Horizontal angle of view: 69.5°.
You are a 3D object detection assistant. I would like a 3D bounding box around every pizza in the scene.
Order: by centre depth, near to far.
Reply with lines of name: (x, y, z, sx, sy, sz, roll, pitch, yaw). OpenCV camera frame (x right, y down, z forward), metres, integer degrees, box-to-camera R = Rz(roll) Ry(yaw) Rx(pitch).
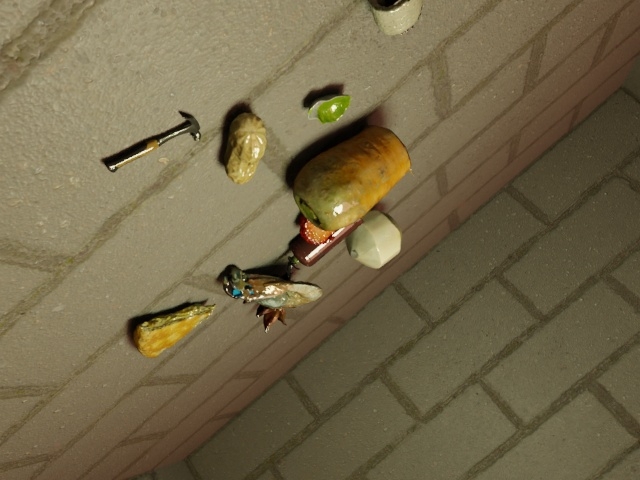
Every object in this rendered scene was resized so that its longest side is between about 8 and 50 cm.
pizza: (-0.483, 0.281, 1.540, 0.288, 0.075, 0.280, -27, 159, -34)

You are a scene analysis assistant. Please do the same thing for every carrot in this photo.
carrot: (0.089, -0.183, 1.350, 0.341, 0.224, 0.224, -39, 159, -15)

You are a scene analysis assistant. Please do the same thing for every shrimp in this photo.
shrimp: (-0.164, 0.182, 1.668, 0.221, 0.109, 0.446, -22, 154, 36)

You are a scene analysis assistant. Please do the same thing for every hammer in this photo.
hammer: (-0.332, -0.193, 0.918, 0.201, 0.021, 0.078, -33, 157, -20)

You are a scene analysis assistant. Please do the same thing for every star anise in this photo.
star anise: (-0.191, 0.242, 1.892, 0.272, 0.103, 0.271, -30, 129, -45)

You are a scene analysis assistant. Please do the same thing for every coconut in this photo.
coconut: (0.206, -0.003, 1.886, 0.241, 0.241, 0.241, -33, 158, -16)

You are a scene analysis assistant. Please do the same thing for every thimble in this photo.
thimble: (0.162, -0.511, 0.986, 0.115, 0.102, 0.090, -36, 160, 10)

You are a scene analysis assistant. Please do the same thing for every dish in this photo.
dish: (0.012, -0.341, 1.163, 0.137, 0.039, 0.091, -17, 154, -43)

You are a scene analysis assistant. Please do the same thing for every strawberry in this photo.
strawberry: (-0.011, -0.055, 1.582, 0.145, 0.086, 0.145, -7, 110, -19)

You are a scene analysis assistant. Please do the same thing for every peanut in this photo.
peanut: (-0.172, -0.206, 1.060, 0.083, 0.093, 0.194, -40, 161, -40)

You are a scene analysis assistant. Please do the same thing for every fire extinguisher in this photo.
fire extinguisher: (0.000, 0.000, 1.685, 0.337, 0.135, 0.114, -40, 116, 2)
